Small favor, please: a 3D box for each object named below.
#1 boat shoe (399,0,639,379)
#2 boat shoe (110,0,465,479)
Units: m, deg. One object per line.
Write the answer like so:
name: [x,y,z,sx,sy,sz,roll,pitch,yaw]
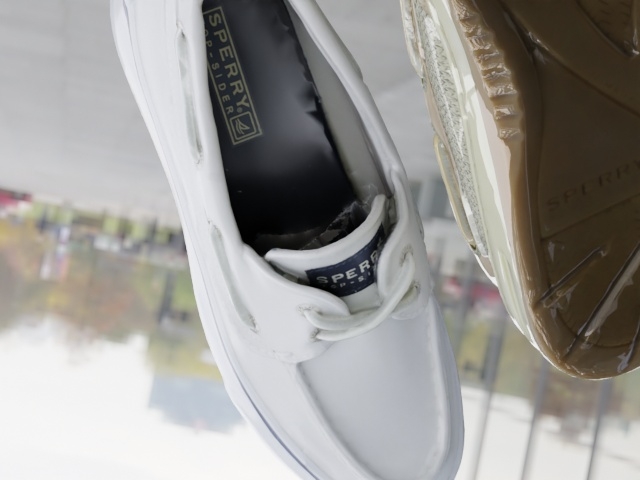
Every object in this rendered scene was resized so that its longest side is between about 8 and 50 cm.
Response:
boat shoe: [0.070,-0.099,0.646,0.109,0.302,0.098,-20,-152,-16]
boat shoe: [0.000,0.000,0.739,0.096,0.268,0.088,-22,-163,-15]
